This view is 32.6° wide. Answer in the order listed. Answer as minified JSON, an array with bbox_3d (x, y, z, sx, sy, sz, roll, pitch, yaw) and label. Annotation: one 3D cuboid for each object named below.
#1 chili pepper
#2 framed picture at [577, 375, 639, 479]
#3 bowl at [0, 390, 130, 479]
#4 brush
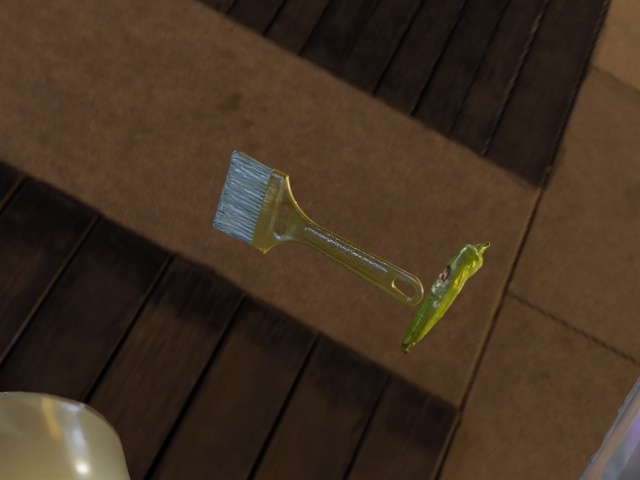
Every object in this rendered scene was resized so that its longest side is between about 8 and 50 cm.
[{"bbox_3d":[0.161,0.081,1.505,0.043,0.208,0.049,30,22,-13],"label":"chili pepper"},{"bbox_3d":[0.426,0.200,1.156,0.213,0.289,0.016,23,25,1],"label":"framed picture"},{"bbox_3d":[-0.339,0.343,1.128,0.354,0.353,0.185,-12,43,-27],"label":"bowl"},{"bbox_3d":[0.000,0.000,0.942,0.205,0.083,0.011,29,33,16],"label":"brush"}]
